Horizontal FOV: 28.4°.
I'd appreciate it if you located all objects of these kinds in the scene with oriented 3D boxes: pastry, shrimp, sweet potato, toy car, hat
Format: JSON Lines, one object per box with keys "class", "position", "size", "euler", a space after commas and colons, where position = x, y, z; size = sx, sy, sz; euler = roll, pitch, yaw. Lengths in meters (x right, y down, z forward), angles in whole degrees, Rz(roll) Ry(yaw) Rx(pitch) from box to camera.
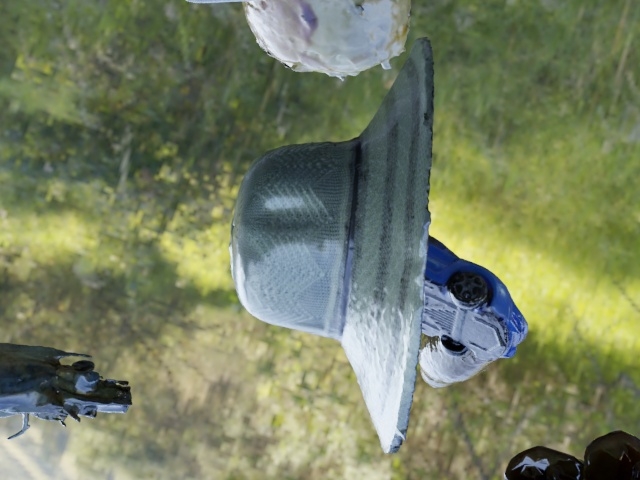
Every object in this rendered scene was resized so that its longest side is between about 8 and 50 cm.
{"class": "pastry", "position": [0.016, -0.337, 1.723], "size": [0.236, 0.256, 0.170], "euler": [-12, -139, -8]}
{"class": "shrimp", "position": [-0.225, 0.135, 0.791], "size": [0.217, 0.150, 0.051], "euler": [-3, 177, -16]}
{"class": "sweet potato", "position": [0.143, 0.129, 1.407], "size": [0.077, 0.077, 0.244], "euler": [19, 156, -7]}
{"class": "toy car", "position": [0.072, 0.028, 1.042], "size": [0.216, 0.063, 0.103], "euler": [23, 151, 13]}
{"class": "hat", "position": [0.000, 0.000, 0.757], "size": [0.109, 0.252, 0.252], "euler": [5, 174, -2]}

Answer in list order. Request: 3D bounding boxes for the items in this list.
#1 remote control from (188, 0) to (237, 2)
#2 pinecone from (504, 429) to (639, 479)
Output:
{"class": "remote control", "position": [-0.030, -0.174, 0.702], "size": [0.103, 0.034, 0.250], "euler": [-4, 179, -6]}
{"class": "pinecone", "position": [0.240, 0.357, 1.012], "size": [0.397, 0.398, 0.398], "euler": [18, 174, 2]}
